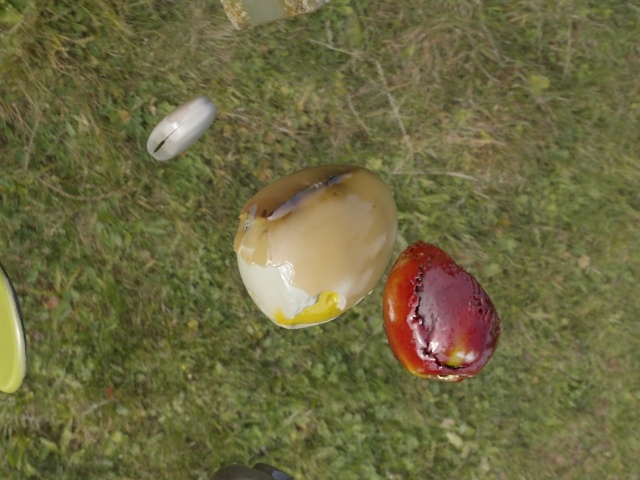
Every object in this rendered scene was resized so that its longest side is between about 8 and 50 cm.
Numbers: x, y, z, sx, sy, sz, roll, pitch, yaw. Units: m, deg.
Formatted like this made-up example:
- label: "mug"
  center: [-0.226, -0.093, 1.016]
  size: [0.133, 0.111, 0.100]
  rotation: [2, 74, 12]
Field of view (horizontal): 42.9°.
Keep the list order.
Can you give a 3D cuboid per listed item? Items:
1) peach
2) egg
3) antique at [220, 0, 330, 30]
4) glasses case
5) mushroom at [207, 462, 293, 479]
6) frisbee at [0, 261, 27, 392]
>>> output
- label: "peach"
  center: [0.138, 0.080, 0.939]
  size: [0.127, 0.092, 0.172]
  rotation: [-14, 86, -10]
- label: "egg"
  center: [0.000, 0.000, 0.387]
  size: [0.083, 0.071, 0.071]
  rotation: [-31, 119, -18]
- label: "antique"
  center: [-0.042, -0.392, 1.178]
  size: [0.125, 0.284, 0.150]
  rotation: [-45, 123, -21]
- label: "glasses case"
  center: [-0.193, -0.152, 1.119]
  size: [0.081, 0.204, 0.051]
  rotation: [-45, 101, -18]
- label: "mushroom"
  center: [-0.136, 0.444, 1.415]
  size: [0.117, 0.188, 0.141]
  rotation: [47, 55, -27]
- label: "frisbee"
  center: [-0.523, 0.129, 1.298]
  size: [0.017, 0.236, 0.236]
  rotation: [-14, 115, -41]
